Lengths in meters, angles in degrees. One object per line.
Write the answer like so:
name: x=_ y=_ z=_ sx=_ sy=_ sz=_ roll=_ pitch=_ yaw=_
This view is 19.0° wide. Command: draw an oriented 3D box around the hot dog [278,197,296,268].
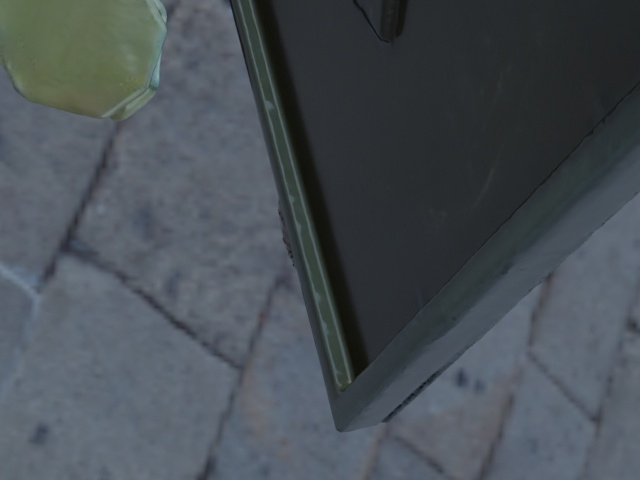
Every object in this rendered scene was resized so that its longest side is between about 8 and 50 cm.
hot dog: x=0.000 y=0.000 z=1.055 sx=0.122 sy=0.049 sz=0.037 roll=80 pitch=32 yaw=-63

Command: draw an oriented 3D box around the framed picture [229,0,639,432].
framed picture: x=0.027 y=-0.129 z=0.734 sx=0.028 sy=0.446 sz=0.326 roll=-11 pitch=75 yaw=-16

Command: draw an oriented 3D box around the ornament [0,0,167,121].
ornament: x=-0.169 y=-0.187 z=1.211 sx=0.059 sy=0.180 sz=0.201 roll=-25 pitch=131 yaw=-75
